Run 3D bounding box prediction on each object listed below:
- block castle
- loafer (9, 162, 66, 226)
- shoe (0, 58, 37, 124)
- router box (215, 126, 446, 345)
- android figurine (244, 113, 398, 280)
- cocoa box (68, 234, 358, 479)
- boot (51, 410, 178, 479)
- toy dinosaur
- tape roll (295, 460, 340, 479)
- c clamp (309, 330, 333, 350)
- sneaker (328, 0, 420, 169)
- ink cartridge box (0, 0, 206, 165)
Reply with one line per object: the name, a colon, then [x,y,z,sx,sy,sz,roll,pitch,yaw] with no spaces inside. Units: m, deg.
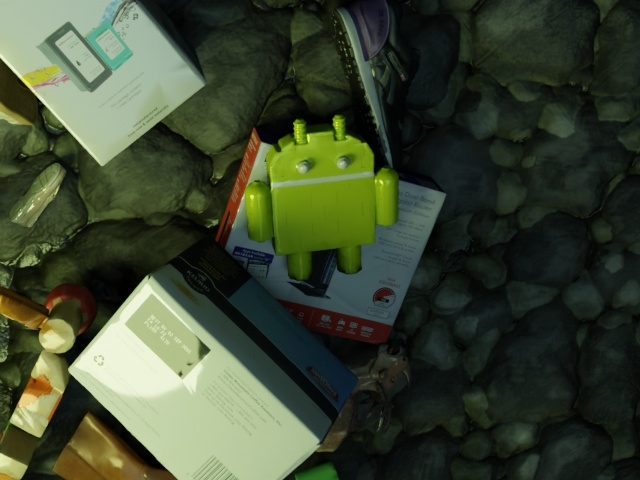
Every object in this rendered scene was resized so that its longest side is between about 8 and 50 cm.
block castle: [-0.575,0.230,1.650,0.303,0.213,0.453,27,99,-10]
loafer: [-0.440,-0.071,1.638,0.125,0.045,0.039,-44,133,15]
shoe: [-0.465,-0.215,1.488,0.058,0.219,0.076,3,77,2]
router box: [0.000,0.000,1.746,0.335,0.082,0.301,14,110,-18]
android figurine: [0.003,-0.068,1.641,0.248,0.056,0.272,-5,116,-10]
cocoa box: [-0.157,0.207,1.601,0.347,0.228,0.231,44,113,0]
boot: [-0.297,0.389,1.810,0.280,0.096,0.264,41,116,0]
toy dinosaur: [0.024,0.307,1.829,0.200,0.127,0.295,20,127,-20]
tape roll: [0.038,0.564,1.874,0.077,0.321,0.321,-18,116,-4]
c clamp: [-0.047,0.203,1.863,0.137,0.022,0.160,3,111,-20]
sneaker: [0.114,-0.250,1.654,0.124,0.107,0.283,-22,117,-10]
ink cartridge box: [-0.328,-0.291,1.475,0.197,0.198,0.270,-38,115,6]
